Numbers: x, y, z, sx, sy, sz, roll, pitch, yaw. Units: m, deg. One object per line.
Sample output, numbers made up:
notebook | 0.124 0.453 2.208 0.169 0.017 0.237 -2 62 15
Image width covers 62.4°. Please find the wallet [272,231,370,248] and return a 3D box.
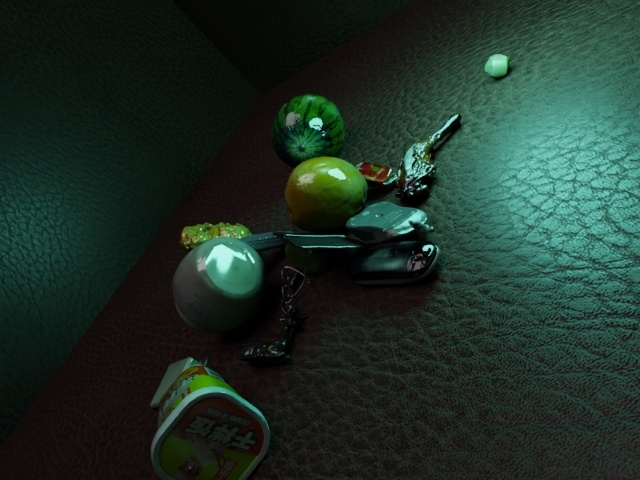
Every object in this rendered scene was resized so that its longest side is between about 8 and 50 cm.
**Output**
wallet | 0.000 0.000 1.703 0.323 0.247 0.041 -153 67 -69

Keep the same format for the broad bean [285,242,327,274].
broad bean | -0.052 0.055 1.813 0.082 0.124 0.175 -25 39 -34

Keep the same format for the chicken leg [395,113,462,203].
chicken leg | 0.344 -0.280 1.754 0.158 0.096 0.406 1 48 49

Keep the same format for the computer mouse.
computer mouse | 0.217 -0.035 1.576 0.167 0.090 0.379 -34 23 -20

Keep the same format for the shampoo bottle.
shampoo bottle | -0.355 0.156 1.880 0.317 0.323 0.322 -51 17 40

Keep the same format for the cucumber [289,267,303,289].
cucumber | -0.078 0.118 1.870 0.032 0.032 0.133 -11 44 49

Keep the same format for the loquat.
loquat | 0.016 -0.153 1.847 0.284 0.275 0.275 12 52 14

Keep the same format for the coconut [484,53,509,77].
coconut | 0.613 -0.606 1.838 0.081 0.082 0.083 -5 84 19

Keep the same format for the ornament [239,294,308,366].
ornament | -0.140 0.284 1.676 0.202 0.080 0.236 -16 41 41

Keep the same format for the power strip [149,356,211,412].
power strip | -0.440 0.478 1.764 0.139 0.140 0.224 -26 33 37

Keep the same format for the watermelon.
watermelon | -0.054 -0.482 2.357 0.363 0.363 0.363 -35 28 22

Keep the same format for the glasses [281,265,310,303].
glasses | -0.075 0.140 1.793 0.104 0.062 0.139 -14 59 15

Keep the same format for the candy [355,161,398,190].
candy | 0.194 -0.230 1.887 0.292 0.059 0.086 20 71 41

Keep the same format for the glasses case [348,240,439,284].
glasses case | 0.198 0.065 1.486 0.315 0.075 0.122 -10 42 51

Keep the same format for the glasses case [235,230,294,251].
glasses case | -0.232 0.008 2.064 0.283 0.067 0.109 -8 8 -16

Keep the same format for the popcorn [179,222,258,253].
popcorn | -0.418 0.025 2.204 0.265 0.333 0.224 179 106 -74

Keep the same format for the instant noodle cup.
instant noodle cup | -0.316 0.497 1.450 0.293 0.294 0.308 -50 19 -8

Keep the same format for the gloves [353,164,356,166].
gloves | 0.045 -0.209 2.043 0.204 0.124 0.164 -11 60 38
